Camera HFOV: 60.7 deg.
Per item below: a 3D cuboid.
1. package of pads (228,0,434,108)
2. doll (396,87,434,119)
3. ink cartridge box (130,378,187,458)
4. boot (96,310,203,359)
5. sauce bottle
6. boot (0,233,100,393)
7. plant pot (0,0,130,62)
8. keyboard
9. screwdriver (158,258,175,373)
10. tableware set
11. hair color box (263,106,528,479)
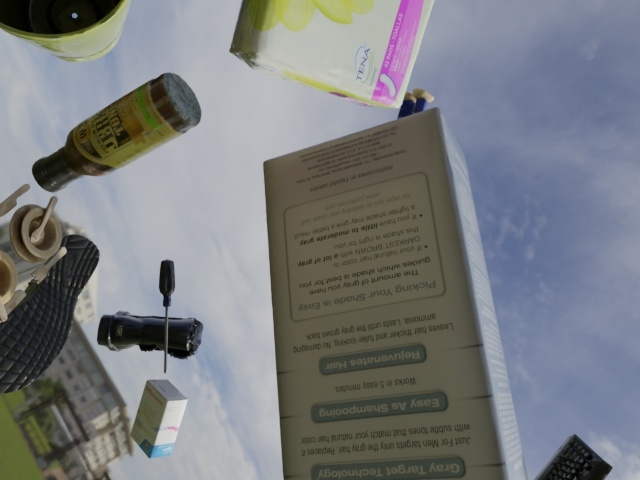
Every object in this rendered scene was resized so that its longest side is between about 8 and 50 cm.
[{"bbox_3d":[0.025,-0.341,0.838,0.101,0.296,0.229,33,-71,54],"label":"package of pads"},{"bbox_3d":[0.131,-0.164,0.944,0.129,0.046,0.189,16,-97,65],"label":"doll"},{"bbox_3d":[-0.317,0.346,1.072,0.088,0.052,0.123,23,-81,43],"label":"ink cartridge box"},{"bbox_3d":[-0.374,0.215,1.244,0.246,0.207,0.094,131,-33,-77],"label":"boot"},{"bbox_3d":[-0.388,-0.188,1.020,0.344,0.111,0.112,-25,-88,17],"label":"sauce bottle"},{"bbox_3d":[-0.563,0.160,1.089,0.118,0.338,0.222,38,-39,-20],"label":"boot"},{"bbox_3d":[-0.590,-0.574,1.236,0.367,0.366,0.353,66,-14,-5],"label":"plant pot"},{"bbox_3d":[0.434,0.534,1.033,0.033,0.317,0.201,34,4,-14],"label":"keyboard"},{"bbox_3d":[-0.231,0.113,0.817,0.025,0.024,0.170,-169,-99,-64],"label":"screwdriver"},{"bbox_3d":[-0.418,0.019,0.757,0.039,0.194,0.128,-5,-57,15],"label":"tableware set"},{"bbox_3d":[0.063,0.088,0.503,0.185,0.113,0.375,-13,-110,23],"label":"hair color box"}]
